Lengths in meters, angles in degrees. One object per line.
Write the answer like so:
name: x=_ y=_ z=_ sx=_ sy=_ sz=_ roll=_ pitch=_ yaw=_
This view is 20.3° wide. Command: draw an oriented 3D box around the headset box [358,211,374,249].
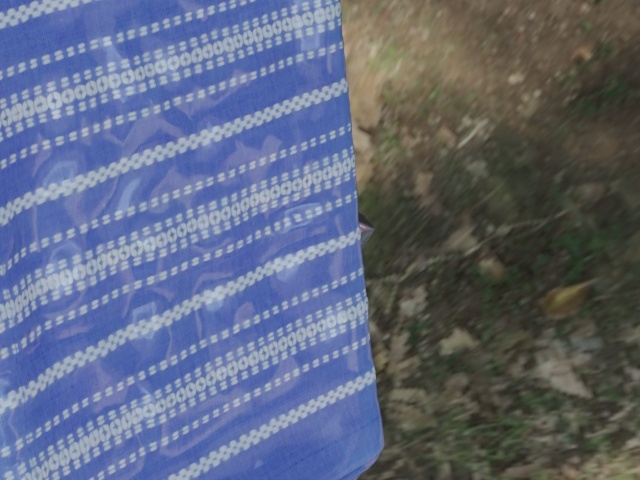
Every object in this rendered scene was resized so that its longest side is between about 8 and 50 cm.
headset box: x=0.000 y=0.000 z=1.490 sx=0.062 sy=0.032 sz=0.083 roll=24 pitch=105 yaw=-25

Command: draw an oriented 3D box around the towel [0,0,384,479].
towel: x=-0.061 y=-0.012 z=0.750 sx=0.243 sy=0.040 sz=0.336 roll=-25 pitch=117 yaw=-44
